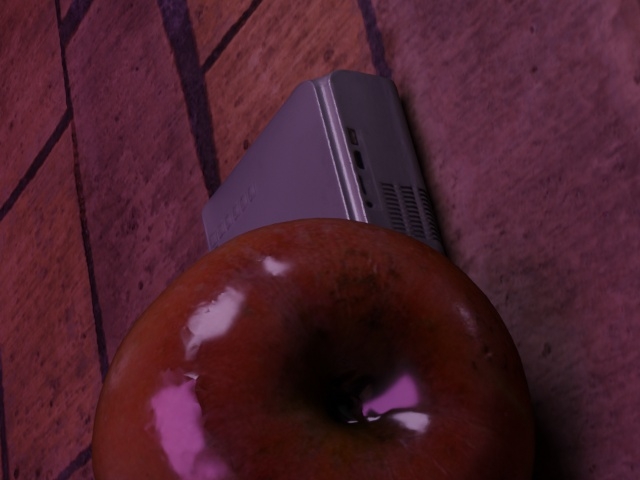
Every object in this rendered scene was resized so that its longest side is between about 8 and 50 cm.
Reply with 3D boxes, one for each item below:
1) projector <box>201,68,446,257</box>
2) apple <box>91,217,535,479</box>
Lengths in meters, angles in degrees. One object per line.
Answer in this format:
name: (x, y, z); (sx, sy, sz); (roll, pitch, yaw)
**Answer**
projector: (0.000, 0.000, 1.498); (0.250, 0.108, 0.198); (-49, 45, 43)
apple: (-0.002, 0.159, 1.275); (0.305, 0.338, 0.339); (118, 148, -66)
